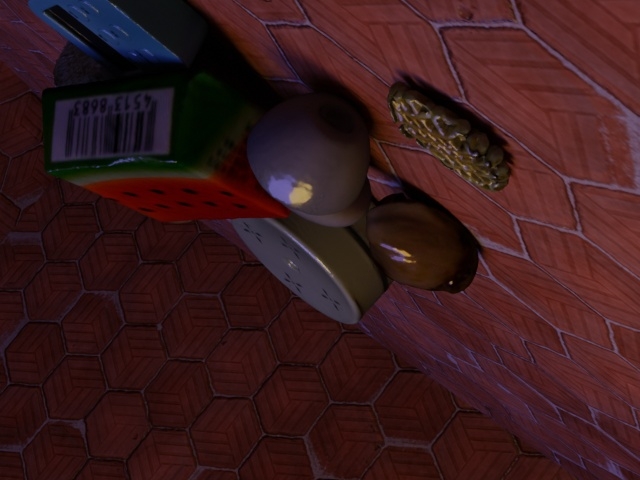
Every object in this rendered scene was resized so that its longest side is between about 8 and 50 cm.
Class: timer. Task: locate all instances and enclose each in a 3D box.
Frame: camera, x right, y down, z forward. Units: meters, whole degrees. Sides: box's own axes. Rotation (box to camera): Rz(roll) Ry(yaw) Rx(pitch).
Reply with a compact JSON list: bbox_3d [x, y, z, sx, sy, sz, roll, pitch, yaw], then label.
[{"bbox_3d":[-0.331,-0.337,1.711,0.232,0.091,0.250,36,151,-28],"label":"timer"}]

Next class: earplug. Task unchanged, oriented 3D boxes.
[{"bbox_3d":[-0.005,-0.124,1.638,0.214,0.175,0.325,43,-179,5],"label":"earplug"}]

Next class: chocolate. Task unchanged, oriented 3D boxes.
[{"bbox_3d":[-0.241,-0.149,1.822,0.360,0.161,0.341,0,163,36],"label":"chocolate"}]

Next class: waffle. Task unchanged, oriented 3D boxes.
[{"bbox_3d":[0.159,-0.126,1.346,0.183,0.036,0.169,37,174,17],"label":"waffle"}]

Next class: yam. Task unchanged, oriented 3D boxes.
[{"bbox_3d":[-0.345,-0.294,2.013,0.271,0.202,0.201,45,-160,-44],"label":"yam"}]

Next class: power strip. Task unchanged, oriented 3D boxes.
[{"bbox_3d":[0.000,0.000,2.079,0.357,0.161,0.357,39,164,14],"label":"power strip"}]

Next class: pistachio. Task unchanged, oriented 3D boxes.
[{"bbox_3d":[0.163,0.008,1.747,0.210,0.130,0.165,39,131,-9],"label":"pistachio"}]

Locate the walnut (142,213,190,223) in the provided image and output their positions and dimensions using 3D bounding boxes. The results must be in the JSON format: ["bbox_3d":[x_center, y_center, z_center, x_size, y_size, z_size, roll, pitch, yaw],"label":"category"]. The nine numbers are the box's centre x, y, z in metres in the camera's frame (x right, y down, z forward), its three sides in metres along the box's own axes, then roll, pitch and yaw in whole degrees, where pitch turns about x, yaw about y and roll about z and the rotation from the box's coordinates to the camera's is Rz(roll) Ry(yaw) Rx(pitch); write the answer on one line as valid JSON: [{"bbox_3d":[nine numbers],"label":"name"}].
[{"bbox_3d":[-0.321,-0.170,2.274,0.313,0.252,0.277,39,-177,42],"label":"walnut"}]
